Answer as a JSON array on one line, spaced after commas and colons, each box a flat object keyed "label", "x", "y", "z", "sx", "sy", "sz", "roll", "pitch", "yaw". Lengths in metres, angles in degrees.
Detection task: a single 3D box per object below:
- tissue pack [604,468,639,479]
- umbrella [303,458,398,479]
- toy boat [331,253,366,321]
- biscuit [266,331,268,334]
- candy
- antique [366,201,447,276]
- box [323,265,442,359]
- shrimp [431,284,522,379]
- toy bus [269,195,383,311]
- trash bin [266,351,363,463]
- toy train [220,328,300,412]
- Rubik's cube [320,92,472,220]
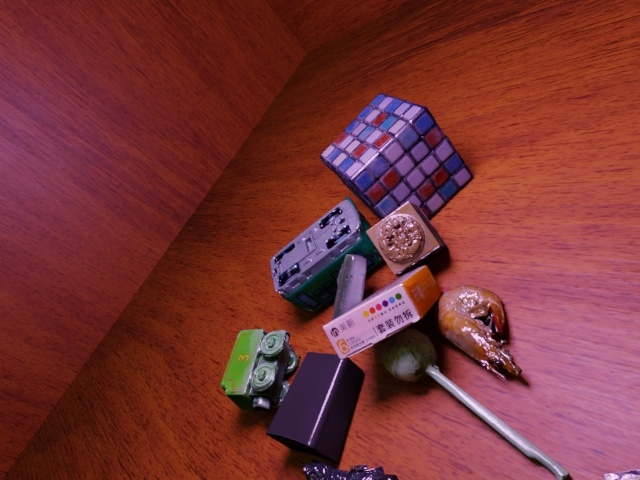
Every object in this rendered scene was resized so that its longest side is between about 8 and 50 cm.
[{"label": "tissue pack", "x": 0.452, "y": 0.372, "z": 0.617, "sx": 0.074, "sy": 0.059, "sz": 0.094, "roll": -28, "pitch": 36, "yaw": 26}, {"label": "umbrella", "x": 0.059, "y": 0.514, "z": 0.945, "sx": 0.224, "sy": 0.071, "sz": 0.080, "roll": -16, "pitch": 82, "yaw": 32}, {"label": "toy boat", "x": 0.072, "y": 0.168, "z": 1.242, "sx": 0.085, "sy": 0.078, "sz": 0.261, "roll": 9, "pitch": 89, "yaw": 61}, {"label": "biscuit", "x": -0.206, "y": 0.390, "z": 1.433, "sx": 0.180, "sy": 0.039, "sz": 0.236, "roll": -28, "pitch": 35, "yaw": 16}, {"label": "candy", "x": 0.281, "y": 0.305, "z": 0.891, "sx": 0.119, "sy": 0.119, "sz": 0.440, "roll": -52, "pitch": 38, "yaw": -6}, {"label": "antique", "x": 0.228, "y": -0.001, "z": 1.187, "sx": 0.146, "sy": 0.148, "sz": 0.152, "roll": -37, "pitch": 74, "yaw": 17}, {"label": "box", "x": 0.157, "y": 0.159, "z": 1.054, "sx": 0.220, "sy": 0.091, "sz": 0.274, "roll": -34, "pitch": -8, "yaw": 25}, {"label": "shrimp", "x": 0.350, "y": 0.183, "z": 0.967, "sx": 0.152, "sy": 0.063, "sz": 0.287, "roll": -37, "pitch": 29, "yaw": -5}, {"label": "toy bus", "x": 0.028, "y": 0.056, "z": 1.363, "sx": 0.343, "sy": 0.199, "sz": 0.183, "roll": -38, "pitch": 35, "yaw": 16}, {"label": "trash bin", "x": -0.006, "y": 0.400, "z": 1.106, "sx": 0.165, "sy": 0.115, "sz": 0.225, "roll": -10, "pitch": 46, "yaw": 45}, {"label": "toy train", "x": -0.173, "y": 0.369, "z": 1.289, "sx": 0.188, "sy": 0.132, "sz": 0.243, "roll": -9, "pitch": 43, "yaw": 23}, {"label": "Rubik's cube", "x": 0.220, "y": -0.229, "z": 1.361, "sx": 0.293, "sy": 0.292, "sz": 0.287, "roll": -43, "pitch": 30, "yaw": 4}]
